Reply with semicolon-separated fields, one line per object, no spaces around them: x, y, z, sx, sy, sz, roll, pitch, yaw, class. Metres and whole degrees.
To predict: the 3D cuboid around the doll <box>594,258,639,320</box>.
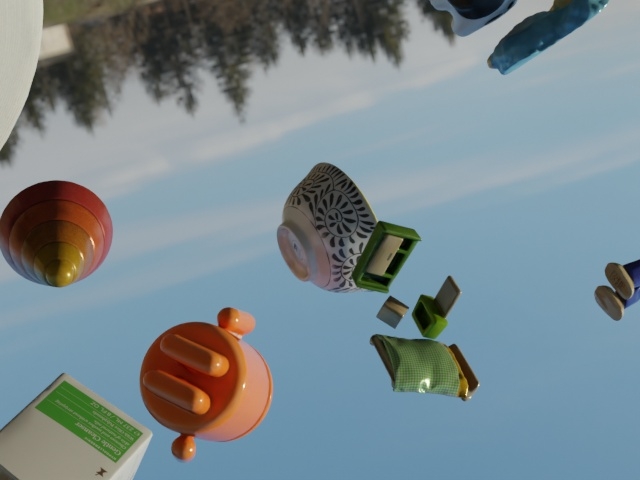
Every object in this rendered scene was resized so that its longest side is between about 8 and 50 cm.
0.368;0.014;1.212;0.189;0.129;0.046;-24;-122;-23;doll

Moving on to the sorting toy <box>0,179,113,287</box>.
-0.375;-0.028;1.182;0.366;0.127;0.126;22;-165;-22;sorting toy

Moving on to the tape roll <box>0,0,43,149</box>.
-0.352;-0.117;0.683;0.392;0.392;0.072;-21;-131;-26;tape roll

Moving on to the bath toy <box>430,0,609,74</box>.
0.150;-0.348;1.275;0.151;0.348;0.129;-50;-169;-32;bath toy

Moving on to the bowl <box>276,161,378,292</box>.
0.000;0.000;1.420;0.080;0.170;0.170;-26;-164;-22;bowl

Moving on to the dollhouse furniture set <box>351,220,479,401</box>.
0.076;0.054;0.933;0.076;0.058;0.151;14;-150;-28;dollhouse furniture set

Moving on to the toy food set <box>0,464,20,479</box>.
-0.440;0.396;1.559;0.092;0.219;0.306;-36;-154;10;toy food set

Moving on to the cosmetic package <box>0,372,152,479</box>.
-0.452;0.400;1.885;0.197;0.155;0.365;32;-145;7;cosmetic package

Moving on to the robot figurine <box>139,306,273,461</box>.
-0.128;0.165;1.363;0.128;0.158;0.219;-16;163;8;robot figurine
